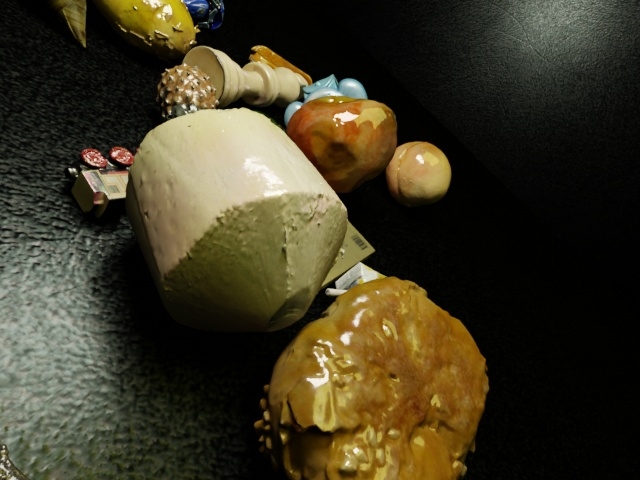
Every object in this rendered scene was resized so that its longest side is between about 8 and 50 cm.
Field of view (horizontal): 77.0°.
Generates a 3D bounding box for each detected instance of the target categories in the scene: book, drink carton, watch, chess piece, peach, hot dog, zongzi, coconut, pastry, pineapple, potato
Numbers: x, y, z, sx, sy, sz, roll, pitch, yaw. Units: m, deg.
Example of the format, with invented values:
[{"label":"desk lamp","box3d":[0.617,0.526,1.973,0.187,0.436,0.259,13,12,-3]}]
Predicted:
[{"label":"book","box3d":[0.000,0.000,0.756,0.161,0.026,0.231,49,32,11]},{"label":"drink carton","box3d":[0.082,0.091,0.686,0.200,0.084,0.075,26,39,-33]},{"label":"watch","box3d":[0.027,-0.318,1.041,0.211,0.211,0.193,37,21,-9]},{"label":"chess piece","box3d":[-0.143,-0.370,0.958,0.117,0.117,0.397,48,31,8]},{"label":"peach","box3d":[0.268,-0.186,1.118,0.184,0.184,0.184,28,35,-22]},{"label":"hot dog","box3d":[-0.104,-0.477,1.168,0.235,0.062,0.092,22,53,-38]},{"label":"zongzi","box3d":[-0.496,-0.443,0.712,0.187,0.184,0.084,12,24,21]},{"label":"peach","box3d":[0.050,-0.213,0.859,0.214,0.235,0.214,-13,90,-71]},{"label":"coconut","box3d":[-0.089,-0.008,0.475,0.239,0.239,0.244,-1,51,-48]},{"label":"pastry","box3d":[0.065,0.189,0.477,0.310,0.162,0.255,-29,85,-46]},{"label":"pineapple","box3d":[-0.217,-0.186,0.661,0.119,0.111,0.237,7,48,-31]},{"label":"potato","box3d":[-0.378,-0.491,0.800,0.300,0.140,0.173,45,18,-13]}]

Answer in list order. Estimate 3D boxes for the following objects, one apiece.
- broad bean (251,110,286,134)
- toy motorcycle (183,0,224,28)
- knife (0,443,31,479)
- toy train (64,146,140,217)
[{"label":"broad bean","box3d":[-0.128,-0.205,0.833,0.144,0.049,0.292,38,31,-14]},{"label":"toy motorcycle","box3d":[-0.354,-0.628,1.033,0.315,0.113,0.169,-31,85,-48]},{"label":"knife","box3d":[-0.160,0.224,0.323,0.222,0.021,0.046,32,31,-16]},{"label":"toy train","box3d":[-0.262,-0.079,0.543,0.087,0.050,0.138,54,32,9]}]
